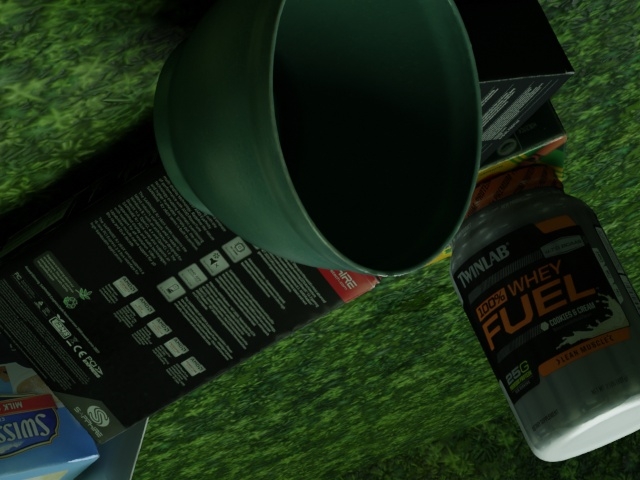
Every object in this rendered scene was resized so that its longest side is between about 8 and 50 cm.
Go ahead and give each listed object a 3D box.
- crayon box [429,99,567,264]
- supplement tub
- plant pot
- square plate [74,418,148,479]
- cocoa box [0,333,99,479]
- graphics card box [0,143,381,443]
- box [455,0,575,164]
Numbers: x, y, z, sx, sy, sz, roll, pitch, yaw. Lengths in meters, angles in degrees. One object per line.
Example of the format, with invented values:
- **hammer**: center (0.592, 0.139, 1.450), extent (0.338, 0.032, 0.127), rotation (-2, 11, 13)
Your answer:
- **crayon box**: center (0.198, -0.067, 2.025), extent (0.202, 0.081, 0.318), rotation (-24, 162, -1)
- **supplement tub**: center (0.276, 0.083, 1.906), extent (0.193, 0.316, 0.193), rotation (-22, 160, -8)
- **plant pot**: center (-0.021, -0.111, 1.413), extent (0.196, 0.293, 0.293), rotation (-4, 177, 39)
- **square plate**: center (-0.304, 0.249, 1.988), extent (0.049, 0.347, 0.344), rotation (30, 130, -19)
- **cocoa box**: center (-0.454, 0.234, 1.842), extent (0.231, 0.228, 0.347), rotation (-6, 154, -42)
- **graphics card box**: center (-0.150, 0.030, 1.654), extent (0.371, 0.233, 0.094), rotation (-32, -160, 20)
- **box**: center (0.111, -0.138, 1.703), extent (0.184, 0.103, 0.261), rotation (-12, 159, -36)
